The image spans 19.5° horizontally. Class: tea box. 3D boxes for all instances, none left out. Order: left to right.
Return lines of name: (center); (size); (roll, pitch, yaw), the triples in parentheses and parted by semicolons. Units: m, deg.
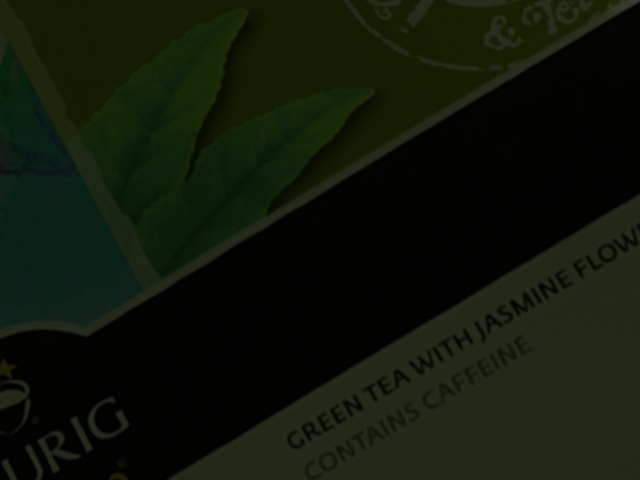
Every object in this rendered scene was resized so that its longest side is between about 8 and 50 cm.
tea box: (0.000, 0.000, 0.545); (0.220, 0.323, 0.329); (-32, -19, 2)
